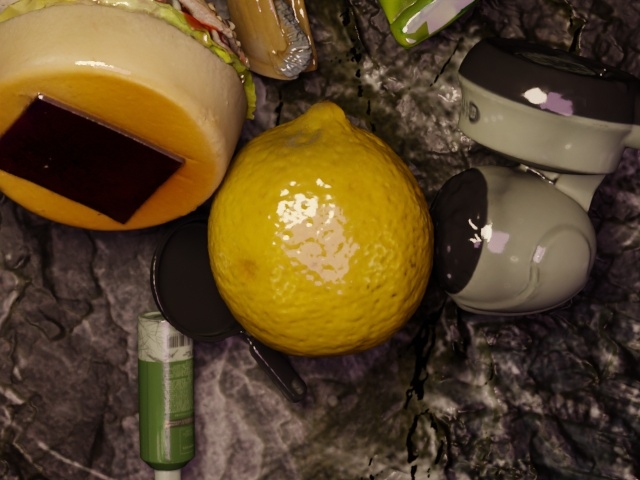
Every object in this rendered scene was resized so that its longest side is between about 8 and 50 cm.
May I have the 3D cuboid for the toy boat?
[{"bbox_3d":[-0.043,-0.323,1.858,0.121,0.089,0.321,-4,97,27],"label":"toy boat"}]

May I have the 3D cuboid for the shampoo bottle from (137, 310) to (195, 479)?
[{"bbox_3d":[-0.161,0.179,1.951,0.065,0.065,0.204,-1,98,-5],"label":"shampoo bottle"}]

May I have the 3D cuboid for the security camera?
[{"bbox_3d":[0.210,-0.055,1.897,0.191,0.197,0.277,8,106,-20],"label":"security camera"}]

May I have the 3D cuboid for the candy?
[{"bbox_3d":[0.075,-0.331,1.896,0.149,0.069,0.246,-37,91,2],"label":"candy"}]

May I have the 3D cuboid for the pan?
[{"bbox_3d":[-0.093,0.079,1.932,0.136,0.028,0.235,-45,106,-33],"label":"pan"}]

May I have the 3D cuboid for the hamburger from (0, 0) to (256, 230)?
[{"bbox_3d":[-0.205,-0.145,1.801,0.300,0.300,0.176,2,53,1],"label":"hamburger"}]

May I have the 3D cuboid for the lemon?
[{"bbox_3d":[-0.002,-0.009,1.856,0.228,0.228,0.253,-17,100,-3],"label":"lemon"}]
